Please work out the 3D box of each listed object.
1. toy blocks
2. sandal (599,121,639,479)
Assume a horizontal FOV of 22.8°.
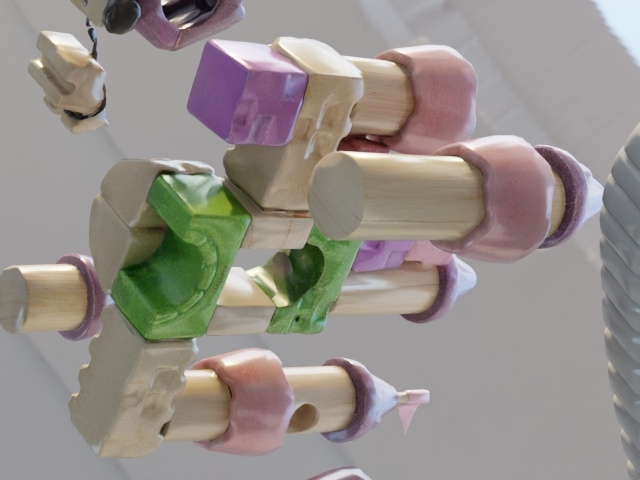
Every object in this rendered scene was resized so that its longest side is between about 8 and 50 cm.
[{"bbox_3d":[0.000,0.000,0.931,0.309,0.260,0.289,45,-57,39],"label":"toy blocks"},{"bbox_3d":[0.216,0.062,0.787,0.102,0.416,0.169,-24,-124,-9],"label":"sandal"}]
